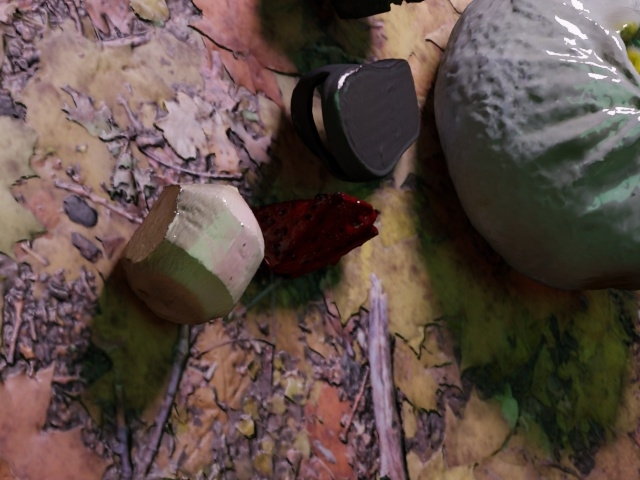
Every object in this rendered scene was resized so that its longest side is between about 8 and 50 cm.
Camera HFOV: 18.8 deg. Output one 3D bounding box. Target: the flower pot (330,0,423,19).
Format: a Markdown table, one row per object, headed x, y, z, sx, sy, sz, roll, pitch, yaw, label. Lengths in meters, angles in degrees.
| x | y | z | sx | sy | sz | roll | pitch | yaw | label |
| --- | --- | --- | --- | --- | --- | --- | --- | --- | --- |
| 0.059 | -0.277 | 1.855 | 0.157 | 0.157 | 0.107 | -39 | 112 | -47 | flower pot |

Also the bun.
| x | y | z | sx | sy | sz | roll | pitch | yaw | label |
| --- | --- | --- | --- | --- | --- | --- | --- | --- | --- |
| 0.277 | -0.115 | 1.954 | 0.362 | 0.211 | 0.362 | 20 | 59 | -37 | bun |

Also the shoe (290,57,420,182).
| x | y | z | sx | sy | sz | roll | pitch | yaw | label |
| --- | --- | --- | --- | --- | --- | --- | --- | --- | --- |
| 0.023 | -0.112 | 1.795 | 0.241 | 0.093 | 0.108 | -32 | 115 | -69 | shoe |

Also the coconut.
| x | y | z | sx | sy | sz | roll | pitch | yaw | label |
| --- | --- | --- | --- | --- | --- | --- | --- | --- | --- |
| -0.102 | 0.002 | 1.597 | 0.110 | 0.110 | 0.124 | 43 | 54 | -25 | coconut |

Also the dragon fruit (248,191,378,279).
| x | y | z | sx | sy | sz | roll | pitch | yaw | label |
| --- | --- | --- | --- | --- | --- | --- | --- | --- | --- |
| 0.000 | 0.003 | 1.730 | 0.131 | 0.097 | 0.063 | 22 | 60 | -61 | dragon fruit |
